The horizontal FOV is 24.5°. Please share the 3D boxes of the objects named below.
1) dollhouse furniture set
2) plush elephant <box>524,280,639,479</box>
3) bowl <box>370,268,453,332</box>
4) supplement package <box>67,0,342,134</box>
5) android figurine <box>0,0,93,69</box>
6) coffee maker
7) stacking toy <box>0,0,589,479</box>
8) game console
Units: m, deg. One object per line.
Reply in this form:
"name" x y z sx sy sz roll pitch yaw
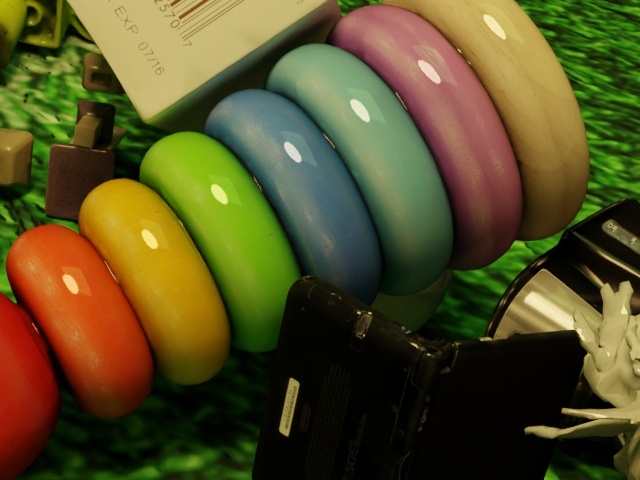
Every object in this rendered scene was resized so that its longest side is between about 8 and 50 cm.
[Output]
"dollhouse furniture set" -0.164 -0.071 0.828 0.114 0.091 0.081 8 18 0
"plush elephant" 0.054 0.197 0.362 0.272 0.255 0.330 13 40 19
"bowl" 0.000 0.000 0.784 0.142 0.053 0.142 12 34 1
"supplement package" -0.057 -0.121 0.731 0.105 0.105 0.179 56 4 2
"android figurine" -0.242 -0.198 1.001 0.248 0.056 0.273 8 34 -4
"coffee maker" 0.187 0.071 0.699 0.178 0.120 0.171 37 21 31
"stacking toy" -0.048 0.009 0.645 0.330 0.141 0.141 -31 48 -16
"game console" 0.038 0.074 0.623 0.107 0.122 0.071 29 37 25
